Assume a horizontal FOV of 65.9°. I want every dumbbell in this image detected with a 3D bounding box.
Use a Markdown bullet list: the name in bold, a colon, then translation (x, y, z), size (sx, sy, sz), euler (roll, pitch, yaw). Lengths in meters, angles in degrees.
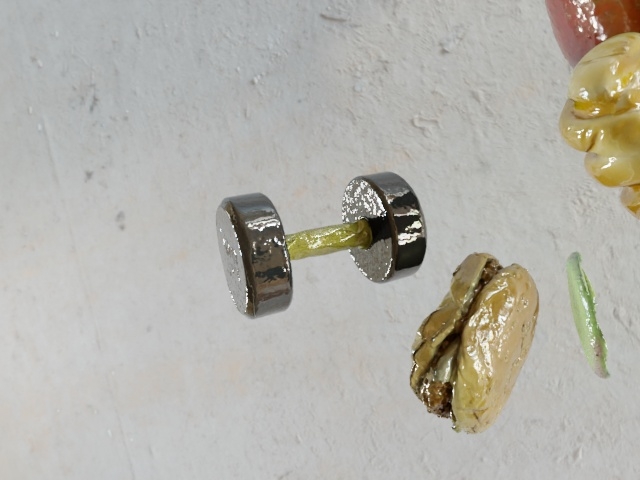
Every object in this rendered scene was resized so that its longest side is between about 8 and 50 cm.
- **dumbbell**: translation (0.000, 0.000, 0.855), size (0.204, 0.323, 0.203), euler (167, 90, -69)

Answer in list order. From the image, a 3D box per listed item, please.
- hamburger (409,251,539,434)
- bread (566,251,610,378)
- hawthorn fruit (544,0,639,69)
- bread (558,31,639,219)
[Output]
- **hamburger**: translation (0.262, 0.171, 0.816), size (0.145, 0.259, 0.283), euler (26, 69, 33)
- **bread**: translation (0.612, 0.171, 1.141), size (0.045, 0.301, 0.300), euler (-14, 89, 22)
- **hawthorn fruit**: translation (0.472, -0.322, 0.708), size (0.285, 0.285, 0.368), euler (7, 119, 33)
- **bread**: translation (0.383, -0.080, 0.511), size (0.311, 0.173, 0.121), euler (44, 157, 6)
